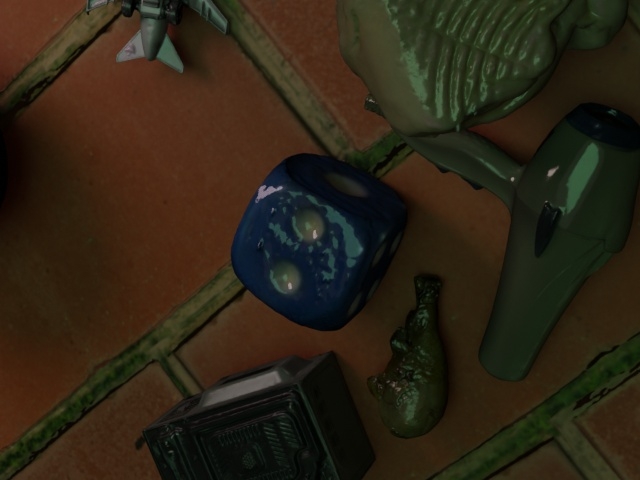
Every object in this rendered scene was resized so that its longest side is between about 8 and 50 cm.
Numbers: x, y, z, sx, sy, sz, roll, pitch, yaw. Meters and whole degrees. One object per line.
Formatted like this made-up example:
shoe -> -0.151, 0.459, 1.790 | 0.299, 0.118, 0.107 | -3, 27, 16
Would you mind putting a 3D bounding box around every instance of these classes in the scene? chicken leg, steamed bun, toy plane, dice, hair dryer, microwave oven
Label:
chicken leg -> 0.099, 0.124, 1.256 | 0.093, 0.070, 0.178 | 11, 97, 23
steamed bun -> 0.142, -0.259, 1.085 | 0.320, 0.206, 0.275 | -42, 103, 0
toy plane -> -0.177, -0.274, 1.267 | 0.162, 0.065, 0.171 | 10, 109, 5
dice -> 0.000, 0.000, 1.217 | 0.143, 0.146, 0.146 | 33, 110, 12
hair dryer -> 0.177, -0.003, 1.197 | 0.298, 0.119, 0.295 | 10, 109, 33
microwave oven -> -0.069, 0.229, 1.301 | 0.208, 0.122, 0.162 | -21, 95, 22

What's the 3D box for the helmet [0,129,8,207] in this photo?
helmet -> -0.464, -0.100, 1.350 | 0.231, 0.160, 0.278 | -6, 87, 21
